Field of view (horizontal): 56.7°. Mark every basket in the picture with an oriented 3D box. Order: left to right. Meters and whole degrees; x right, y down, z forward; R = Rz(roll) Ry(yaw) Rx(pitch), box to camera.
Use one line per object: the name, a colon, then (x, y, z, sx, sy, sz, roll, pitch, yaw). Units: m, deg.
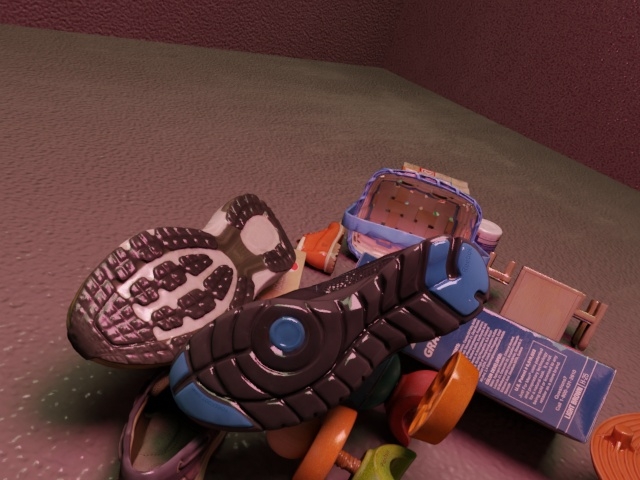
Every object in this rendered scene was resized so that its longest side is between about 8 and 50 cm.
basket: (0.168, -0.024, 1.106, 0.255, 0.200, 0.289, 19, 17, 0)

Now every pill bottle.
pill bottle: (0.314, 0.020, 1.202, 0.067, 0.120, 0.067, 14, 26, -7)

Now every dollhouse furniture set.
dollhouse furniture set: (0.363, 0.137, 1.044, 0.212, 0.160, 0.242, 27, 6, 16)

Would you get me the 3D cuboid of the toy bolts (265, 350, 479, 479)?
toy bolts: (0.058, 0.168, 0.676, 0.159, 0.218, 0.228, 32, 18, 8)

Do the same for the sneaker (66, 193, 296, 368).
sneaker: (-0.176, 0.073, 0.760, 0.158, 0.182, 0.410, 53, 25, 2)

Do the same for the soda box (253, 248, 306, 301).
soda box: (-0.066, 0.075, 0.932, 0.062, 0.058, 0.181, 17, 26, -3)

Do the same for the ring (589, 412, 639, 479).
ring: (0.463, 0.277, 0.622, 0.337, 0.032, 0.336, 9, 18, -3)

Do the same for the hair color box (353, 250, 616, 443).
hair color box: (0.201, 0.145, 0.831, 0.348, 0.105, 0.174, 25, -8, 15)

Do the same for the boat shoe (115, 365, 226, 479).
boat shoe: (-0.148, 0.180, 0.638, 0.103, 0.092, 0.285, 14, 25, -1)

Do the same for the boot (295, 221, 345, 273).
boot: (0.000, 0.000, 1.122, 0.085, 0.059, 0.158, 15, 27, 5)

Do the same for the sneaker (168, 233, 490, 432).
sneaker: (0.012, 0.102, 0.631, 0.341, 0.124, 0.139, -19, -6, -13)

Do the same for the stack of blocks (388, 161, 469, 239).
stack of blocks: (0.254, -0.078, 1.392, 0.171, 0.087, 0.297, 20, 26, 3)
